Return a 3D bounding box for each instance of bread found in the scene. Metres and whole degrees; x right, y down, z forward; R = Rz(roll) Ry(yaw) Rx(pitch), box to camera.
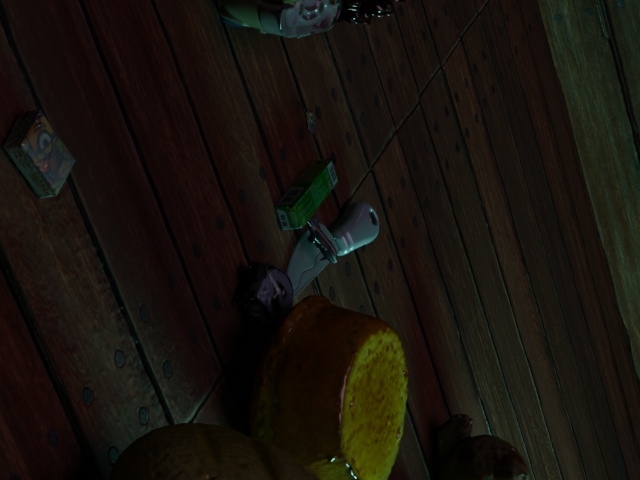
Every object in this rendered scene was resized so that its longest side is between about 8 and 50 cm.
[{"bbox_3d":[0.013,0.231,1.994,0.312,0.172,0.312,5,90,-68],"label":"bread"},{"bbox_3d":[-0.105,0.341,1.586,0.320,0.320,0.237,-13,113,-65],"label":"bread"}]

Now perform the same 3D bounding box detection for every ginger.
[{"bbox_3d":[0.318,0.490,2.545,0.176,0.256,0.375,-17,83,-30],"label":"ginger"}]

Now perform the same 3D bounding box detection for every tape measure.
[{"bbox_3d":[-0.078,0.078,2.009,0.094,0.054,0.091,50,45,-44],"label":"tape measure"}]

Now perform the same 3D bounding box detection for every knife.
[{"bbox_3d":[0.010,0.006,2.245,0.331,0.044,0.080,-36,107,-58],"label":"knife"}]

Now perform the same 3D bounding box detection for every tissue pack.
[{"bbox_3d":[-0.316,-0.098,1.583,0.083,0.035,0.063,59,33,-38],"label":"tissue pack"}]

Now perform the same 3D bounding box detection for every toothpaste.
[{"bbox_3d":[-0.020,-0.075,2.199,0.178,0.037,0.043,-53,133,-56],"label":"toothpaste"}]

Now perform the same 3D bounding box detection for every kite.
[{"bbox_3d":[-0.022,-0.197,2.271,0.078,0.002,0.044,34,52,-59],"label":"kite"}]

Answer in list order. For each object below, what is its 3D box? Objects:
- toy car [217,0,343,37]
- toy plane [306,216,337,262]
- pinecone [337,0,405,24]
[{"bbox_3d":[-0.065,-0.486,2.075,0.242,0.226,0.336,-29,135,-64],"label":"toy car"},{"bbox_3d":[0.000,0.000,2.184,0.083,0.031,0.078,63,11,-8],"label":"toy plane"},{"bbox_3d":[0.063,-0.453,2.303,0.221,0.221,0.221,31,55,-59],"label":"pinecone"}]
